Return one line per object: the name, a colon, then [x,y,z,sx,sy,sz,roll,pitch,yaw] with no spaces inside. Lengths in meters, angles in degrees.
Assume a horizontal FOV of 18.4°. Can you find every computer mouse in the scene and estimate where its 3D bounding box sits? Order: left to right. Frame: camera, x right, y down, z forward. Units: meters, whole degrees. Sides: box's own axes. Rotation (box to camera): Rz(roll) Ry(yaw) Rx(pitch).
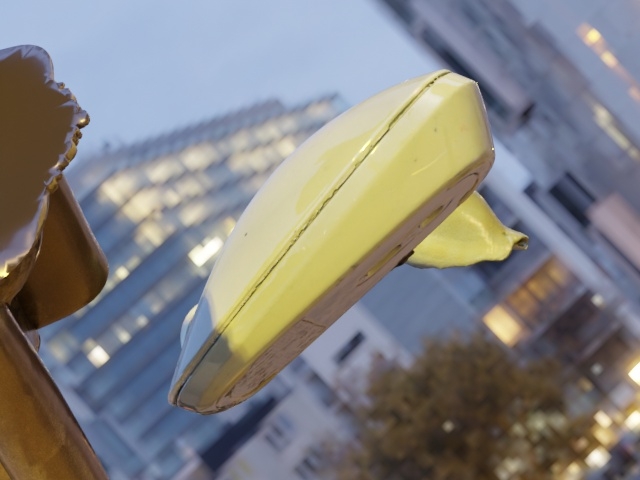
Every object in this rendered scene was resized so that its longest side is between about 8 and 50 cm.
computer mouse: [-0.004,-0.005,1.302,0.288,0.097,0.159,-42,-7,3]

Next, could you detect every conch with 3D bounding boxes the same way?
conch: [0.093,-0.027,1.699,0.088,0.180,0.065,-54,-9,-46]

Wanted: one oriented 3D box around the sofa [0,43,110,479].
sofa: [-0.178,0.033,1.105,0.182,0.200,0.258,-18,36,6]
